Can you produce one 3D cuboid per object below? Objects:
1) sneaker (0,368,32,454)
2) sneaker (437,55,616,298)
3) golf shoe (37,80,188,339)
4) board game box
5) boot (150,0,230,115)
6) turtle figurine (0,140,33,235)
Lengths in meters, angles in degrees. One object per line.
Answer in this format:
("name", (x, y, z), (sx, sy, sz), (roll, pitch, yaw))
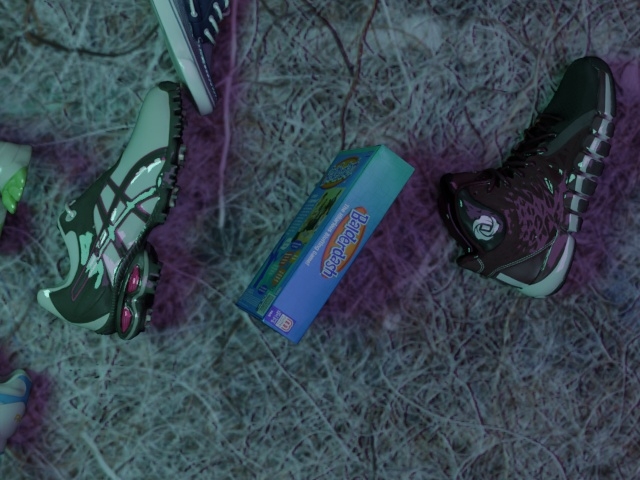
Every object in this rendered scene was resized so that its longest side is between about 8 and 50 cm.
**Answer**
("sneaker", (-0.402, 0.129, 1.036), (0.229, 0.087, 0.092), (29, 78, -20))
("sneaker", (0.221, -0.085, 1.165), (0.162, 0.106, 0.281), (14, 89, -11))
("golf shoe", (-0.205, -0.038, 1.065), (0.120, 0.105, 0.273), (14, 88, -6))
("board game box", (0.000, 0.000, 1.084), (0.047, 0.160, 0.210), (35, 84, -13))
("boot", (-0.124, -0.232, 1.092), (0.086, 0.069, 0.190), (-21, 95, -9))
("turtle figurine", (-0.418, -0.048, 0.952), (0.266, 0.274, 0.198), (18, 103, -22))
